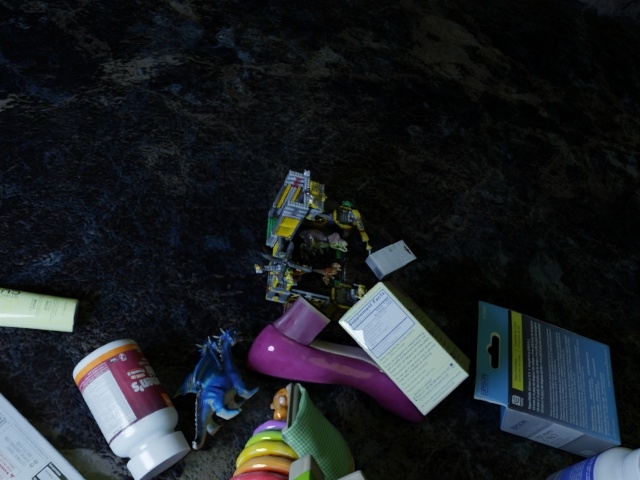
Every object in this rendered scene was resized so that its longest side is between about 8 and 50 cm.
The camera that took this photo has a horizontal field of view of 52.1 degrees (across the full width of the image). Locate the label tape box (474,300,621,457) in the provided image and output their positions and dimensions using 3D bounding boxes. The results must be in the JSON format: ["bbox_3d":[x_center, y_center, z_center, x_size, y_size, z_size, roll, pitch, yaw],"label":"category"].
[{"bbox_3d":[0.485,0.312,1.479,0.348,0.115,0.249,19,51,-8],"label":"label tape box"}]

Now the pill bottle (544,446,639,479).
[{"bbox_3d":[0.568,0.496,1.280,0.152,0.272,0.152,12,53,-16],"label":"pill bottle"}]

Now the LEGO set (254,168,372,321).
[{"bbox_3d":[0.000,0.000,1.424,0.255,0.192,0.331,20,52,-10],"label":"LEGO set"}]

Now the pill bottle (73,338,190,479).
[{"bbox_3d":[-0.321,0.290,1.124,0.121,0.121,0.221,-24,69,-35],"label":"pill bottle"}]

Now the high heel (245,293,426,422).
[{"bbox_3d":[0.035,0.289,1.331,0.377,0.127,0.181,41,91,-5],"label":"high heel"}]

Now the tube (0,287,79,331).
[{"bbox_3d":[-0.564,0.121,1.178,0.240,0.062,0.070,9,14,-12],"label":"tube"}]

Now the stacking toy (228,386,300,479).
[{"bbox_3d":[-0.079,0.383,1.167,0.302,0.175,0.165,-81,149,-55],"label":"stacking toy"}]

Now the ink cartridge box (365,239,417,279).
[{"bbox_3d":[0.170,0.046,1.575,0.115,0.029,0.063,-23,69,-36],"label":"ink cartridge box"}]

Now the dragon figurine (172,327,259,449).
[{"bbox_3d":[-0.205,0.264,1.181,0.144,0.085,0.289,46,29,1],"label":"dragon figurine"}]

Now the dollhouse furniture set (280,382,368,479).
[{"bbox_3d":[0.047,0.357,1.071,0.197,0.151,0.301,62,9,-18],"label":"dollhouse furniture set"}]

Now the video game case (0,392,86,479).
[{"bbox_3d":[-0.559,0.397,0.999,0.329,0.036,0.300,42,51,7],"label":"video game case"}]

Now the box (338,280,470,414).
[{"bbox_3d":[0.178,0.208,1.337,0.243,0.117,0.213,47,8,11],"label":"box"}]
